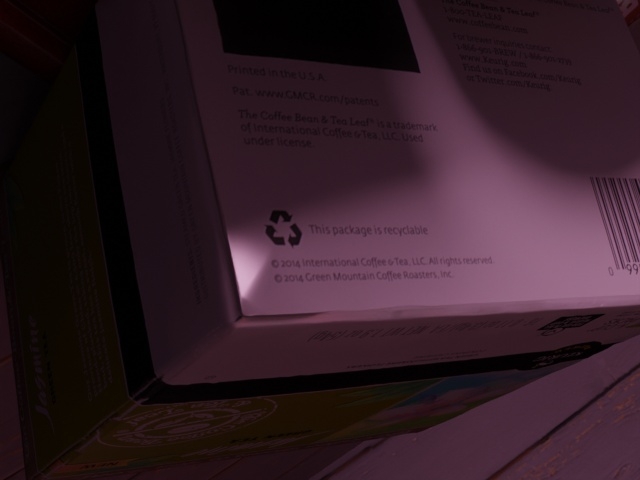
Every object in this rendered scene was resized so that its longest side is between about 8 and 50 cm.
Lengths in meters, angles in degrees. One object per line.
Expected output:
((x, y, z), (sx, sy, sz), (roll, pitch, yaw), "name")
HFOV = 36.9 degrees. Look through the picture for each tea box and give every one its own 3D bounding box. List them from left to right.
((0.000, 0.000, 0.618), (0.329, 0.220, 0.323), (0, 157, -32), "tea box")

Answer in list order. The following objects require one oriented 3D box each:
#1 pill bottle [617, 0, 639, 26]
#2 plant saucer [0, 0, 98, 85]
((0.227, -0.225, 0.886), (0.216, 0.121, 0.121), (-44, 158, 8), "pill bottle")
((-0.082, -0.181, 0.573), (0.258, 0.048, 0.259), (-42, 159, 5), "plant saucer")
